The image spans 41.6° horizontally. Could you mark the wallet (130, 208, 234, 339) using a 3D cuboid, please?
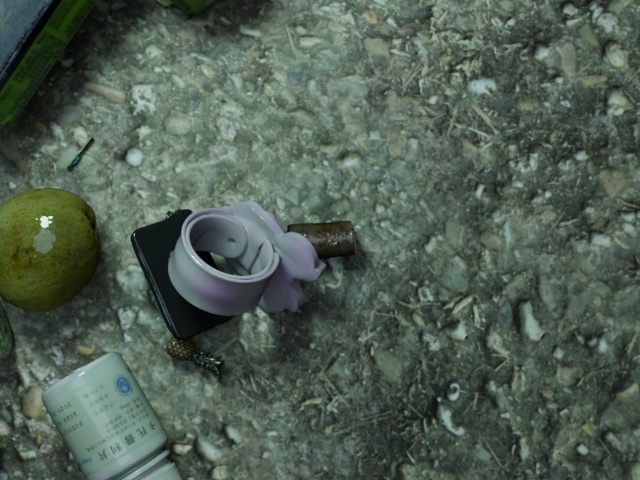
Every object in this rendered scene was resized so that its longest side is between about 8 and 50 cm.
[{"bbox_3d":[-0.273,0.064,1.659,0.149,0.044,0.250,-25,89,-33],"label":"wallet"}]

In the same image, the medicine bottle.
[{"bbox_3d":[-0.385,0.371,1.589,0.170,0.170,0.293,-29,88,-5],"label":"medicine bottle"}]

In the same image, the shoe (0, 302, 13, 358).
[{"bbox_3d":[-0.721,0.106,1.620,0.159,0.124,0.316,-26,88,2],"label":"shoe"}]

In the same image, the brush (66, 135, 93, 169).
[{"bbox_3d":[-0.483,-0.177,1.701,0.013,0.016,0.083,37,85,-13],"label":"brush"}]

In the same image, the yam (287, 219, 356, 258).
[{"bbox_3d":[0.000,-0.001,1.683,0.141,0.079,0.079,-4,86,-3],"label":"yam"}]

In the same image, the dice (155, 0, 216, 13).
[{"bbox_3d":[-0.272,-0.611,1.627,0.252,0.250,0.254,39,85,1],"label":"dice"}]

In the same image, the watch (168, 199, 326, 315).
[{"bbox_3d":[-0.158,0.056,1.589,0.248,0.211,0.217,42,42,14],"label":"watch"}]

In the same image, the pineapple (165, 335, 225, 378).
[{"bbox_3d":[-0.244,0.227,1.664,0.124,0.058,0.058,30,85,0],"label":"pineapple"}]

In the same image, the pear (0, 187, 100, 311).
[{"bbox_3d":[-0.517,0.012,1.597,0.211,0.188,0.228,-22,87,8],"label":"pear"}]

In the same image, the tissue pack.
[{"bbox_3d":[-0.586,-0.451,1.597,0.288,0.124,0.394,39,96,25],"label":"tissue pack"}]
